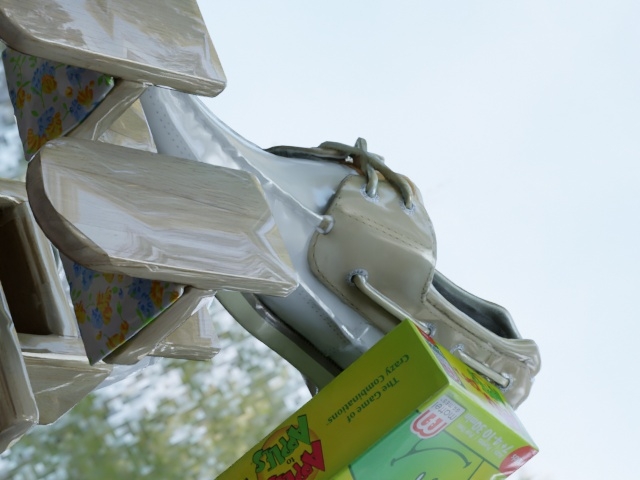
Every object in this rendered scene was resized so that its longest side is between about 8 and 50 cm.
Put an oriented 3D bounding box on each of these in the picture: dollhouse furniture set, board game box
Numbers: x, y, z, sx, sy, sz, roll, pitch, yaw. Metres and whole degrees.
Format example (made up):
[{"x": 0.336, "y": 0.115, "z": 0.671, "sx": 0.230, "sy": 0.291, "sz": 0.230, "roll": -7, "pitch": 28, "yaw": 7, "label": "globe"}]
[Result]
[{"x": -0.130, "y": 0.056, "z": 0.549, "sx": 0.212, "sy": 0.161, "sz": 0.242, "roll": -40, "pitch": -122, "yaw": 33, "label": "dollhouse furniture set"}, {"x": 0.002, "y": 0.123, "z": 0.833, "sx": 0.181, "sy": 0.092, "sz": 0.043, "roll": -41, "pitch": -130, "yaw": 10, "label": "board game box"}]

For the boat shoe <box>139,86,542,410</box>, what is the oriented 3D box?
[{"x": 0.000, "y": 0.000, "z": 0.866, "sx": 0.302, "sy": 0.103, "sz": 0.113, "roll": 49, "pitch": 5, "yaw": -39, "label": "boat shoe"}]

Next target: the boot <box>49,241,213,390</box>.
[{"x": -0.168, "y": 0.028, "z": 1.082, "sx": 0.095, "sy": 0.258, "sz": 0.123, "roll": 32, "pitch": -42, "yaw": 34, "label": "boot"}]
